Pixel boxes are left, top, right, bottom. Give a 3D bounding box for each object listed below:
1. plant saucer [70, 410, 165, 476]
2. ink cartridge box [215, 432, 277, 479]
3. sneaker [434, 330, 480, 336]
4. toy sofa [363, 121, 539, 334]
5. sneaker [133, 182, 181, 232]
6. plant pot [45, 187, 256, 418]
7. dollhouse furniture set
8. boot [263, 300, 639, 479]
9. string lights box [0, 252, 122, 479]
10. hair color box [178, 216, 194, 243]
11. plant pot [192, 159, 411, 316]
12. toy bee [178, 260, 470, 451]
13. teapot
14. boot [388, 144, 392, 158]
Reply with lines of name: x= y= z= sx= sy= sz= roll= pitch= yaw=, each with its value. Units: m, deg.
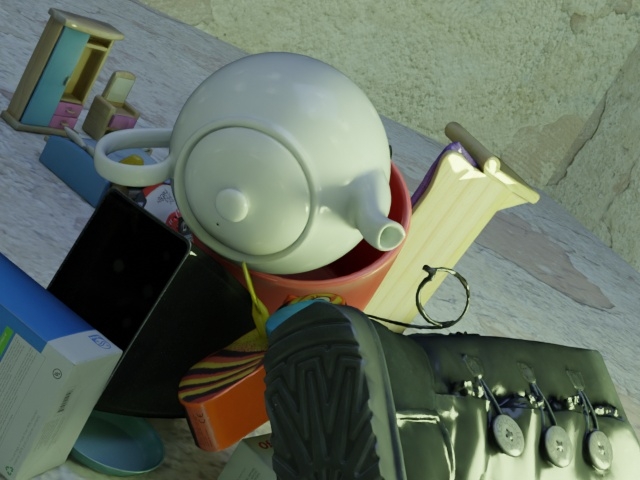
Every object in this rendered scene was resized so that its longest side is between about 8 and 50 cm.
plant saucer: x=-0.209 y=0.192 z=1.047 sx=0.119 sy=0.021 sz=0.119 roll=28 pitch=16 yaw=-9
ink cartridge box: x=-0.004 y=0.271 z=1.080 sx=0.175 sy=0.072 sz=0.127 roll=39 pitch=18 yaw=27
sneaker: x=0.169 y=0.177 z=1.573 sx=0.286 sy=0.130 sz=0.109 roll=24 pitch=19 yaw=-18
toy sofa: x=0.139 y=0.001 z=1.633 sx=0.177 sy=0.362 sz=0.150 roll=28 pitch=16 yaw=-28
sneaker: x=-0.190 y=-0.020 z=1.602 sx=0.145 sy=0.090 sz=0.270 roll=29 pitch=13 yaw=5
plant pot: x=-0.171 y=0.085 z=1.143 sx=0.167 sy=0.188 sz=0.187 roll=34 pitch=-2 yaw=-41
dollhouse furniture set: x=-0.303 y=-0.195 z=1.740 sx=0.303 sy=0.198 sz=0.286 roll=39 pitch=18 yaw=26
boot: x=0.150 y=0.261 z=0.998 sx=0.146 sy=0.367 sz=0.445 roll=-14 pitch=-20 yaw=38
string lights box: x=-0.319 y=0.083 z=0.979 sx=0.259 sy=0.133 sz=0.077 roll=36 pitch=17 yaw=18
hair color box: x=-0.113 y=-0.005 z=1.555 sx=0.093 sy=0.053 sz=0.167 roll=-14 pitch=-19 yaw=40
plant pot: x=-0.038 y=0.016 z=1.370 sx=0.275 sy=0.243 sz=0.275 roll=4 pitch=53 yaw=-5
toy bee: x=-0.019 y=0.114 z=1.088 sx=0.298 sy=0.195 sz=0.162 roll=-2 pitch=8 yaw=-29
teapot: x=-0.063 y=-0.066 z=1.104 sx=0.252 sy=0.256 sz=0.187 roll=55 pitch=30 yaw=-6
boot: x=-0.041 y=-0.078 z=1.937 sx=0.284 sy=0.138 sz=0.377 roll=15 pitch=44 yaw=8
